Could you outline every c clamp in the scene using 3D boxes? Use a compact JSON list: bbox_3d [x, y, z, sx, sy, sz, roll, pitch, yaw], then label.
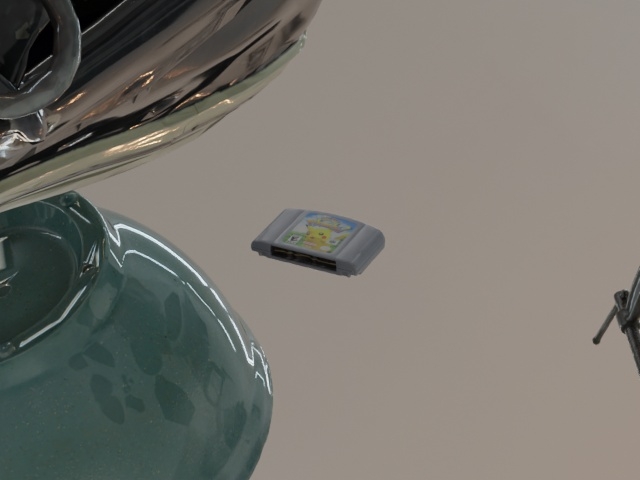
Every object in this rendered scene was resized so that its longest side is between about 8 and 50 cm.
[{"bbox_3d":[0.257,0.087,1.364,0.022,0.160,0.137,1,-47,-13],"label":"c clamp"}]

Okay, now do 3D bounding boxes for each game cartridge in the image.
[{"bbox_3d":[0.000,0.000,1.242,0.056,0.083,0.017,-44,-39,-52],"label":"game cartridge"}]

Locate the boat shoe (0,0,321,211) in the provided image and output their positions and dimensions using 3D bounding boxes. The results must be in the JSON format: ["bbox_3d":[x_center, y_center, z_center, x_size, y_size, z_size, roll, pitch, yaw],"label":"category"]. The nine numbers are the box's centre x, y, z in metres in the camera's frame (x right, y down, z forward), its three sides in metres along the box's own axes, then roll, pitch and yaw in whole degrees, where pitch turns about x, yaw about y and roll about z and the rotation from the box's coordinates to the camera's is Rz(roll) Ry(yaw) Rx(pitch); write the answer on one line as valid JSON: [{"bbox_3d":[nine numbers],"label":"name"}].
[{"bbox_3d":[-0.139,-0.062,0.415,0.500,0.187,0.156,-35,-18,-53],"label":"boat shoe"}]

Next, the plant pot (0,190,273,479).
[{"bbox_3d":[-0.203,0.083,1.274,0.293,0.293,0.196,-37,-44,-14],"label":"plant pot"}]
